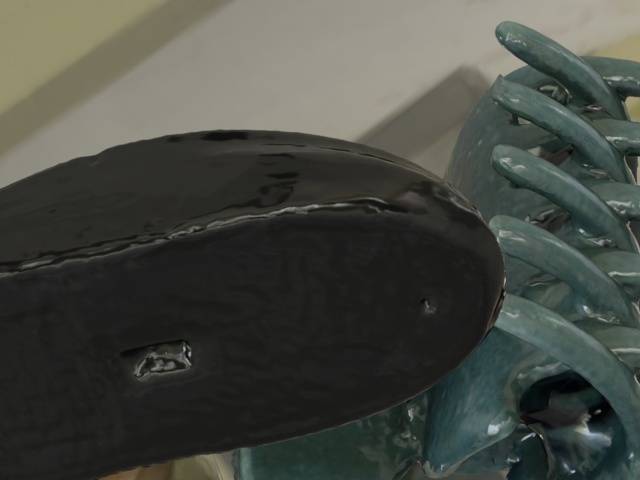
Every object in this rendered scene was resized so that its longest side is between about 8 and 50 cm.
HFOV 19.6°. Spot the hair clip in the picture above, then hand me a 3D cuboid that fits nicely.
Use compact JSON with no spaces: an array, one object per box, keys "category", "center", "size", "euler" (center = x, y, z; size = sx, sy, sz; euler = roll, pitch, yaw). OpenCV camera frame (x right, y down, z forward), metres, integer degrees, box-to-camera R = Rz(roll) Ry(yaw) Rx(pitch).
[{"category":"hair clip","center":[0.124,0.043,1.141],"size":[0.238,0.392,0.318],"euler":[-54,18,39]}]

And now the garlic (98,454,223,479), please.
[{"category":"garlic","center":[-0.131,0.190,1.108],"size":[0.206,0.128,0.115],"euler":[-46,-5,-18]}]

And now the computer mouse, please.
[{"category":"computer mouse","center":[-0.059,0.022,0.780],"size":[0.270,0.086,0.137],"euler":[-13,-53,4]}]
